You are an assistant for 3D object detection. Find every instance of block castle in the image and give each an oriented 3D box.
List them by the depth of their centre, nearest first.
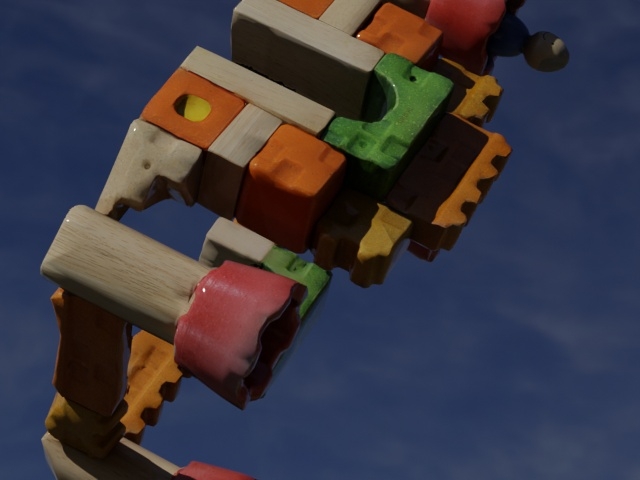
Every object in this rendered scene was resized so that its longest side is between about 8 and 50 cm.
[{"bbox_3d":[0.000,0.000,1.219,0.213,0.453,0.303,26,-42,13],"label":"block castle"}]
